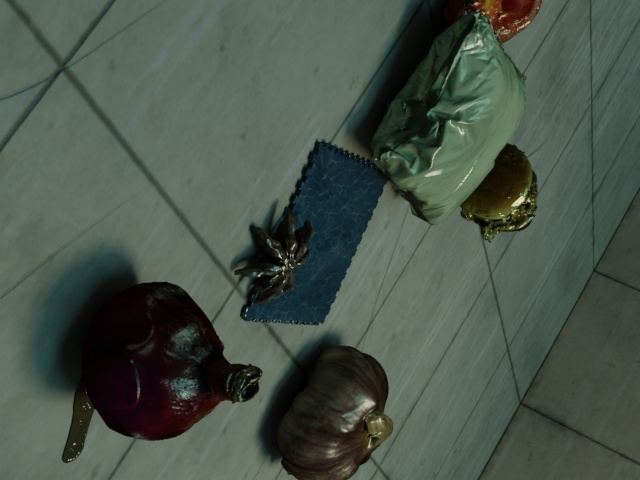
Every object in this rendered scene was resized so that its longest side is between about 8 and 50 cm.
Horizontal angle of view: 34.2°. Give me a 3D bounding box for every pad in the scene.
[{"bbox_3d":[0.000,0.000,1.498,0.269,0.012,0.269,10,105,-65],"label":"pad"}]

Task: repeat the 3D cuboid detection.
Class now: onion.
[{"bbox_3d":[-0.163,0.135,1.088,0.135,0.198,0.173,-12,106,-53],"label":"onion"}]

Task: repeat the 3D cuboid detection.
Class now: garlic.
[{"bbox_3d":[0.037,0.290,1.673,0.245,0.160,0.245,-58,161,-33],"label":"garlic"}]

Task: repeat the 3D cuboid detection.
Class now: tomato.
[{"bbox_3d":[0.242,-0.357,1.547,0.159,0.091,0.139,-35,148,10],"label":"tomato"}]

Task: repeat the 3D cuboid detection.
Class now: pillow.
[{"bbox_3d":[0.199,-0.180,1.547,0.283,0.138,0.310,-54,155,0],"label":"pillow"}]

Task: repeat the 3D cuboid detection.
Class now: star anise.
[{"bbox_3d":[-0.052,0.023,1.363,0.141,0.042,0.141,-37,140,-38],"label":"star anise"}]

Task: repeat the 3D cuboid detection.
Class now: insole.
[{"bbox_3d":[-0.265,0.191,1.165,0.045,0.002,0.135,-12,124,-60],"label":"insole"}]

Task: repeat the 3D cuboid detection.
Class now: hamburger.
[{"bbox_3d":[0.310,-0.086,1.857,0.131,0.159,0.185,39,58,-69],"label":"hamburger"}]
